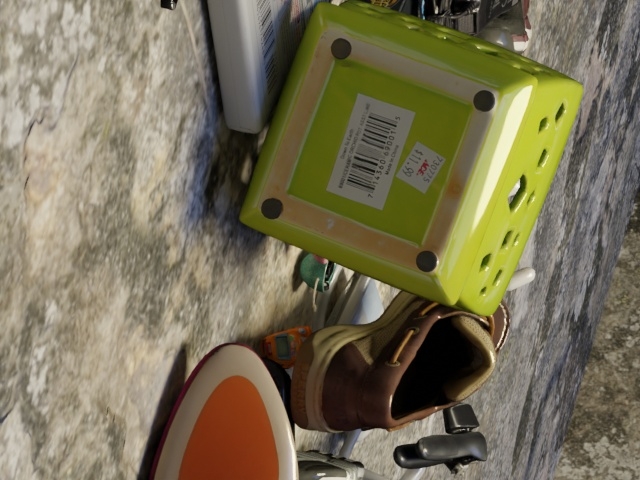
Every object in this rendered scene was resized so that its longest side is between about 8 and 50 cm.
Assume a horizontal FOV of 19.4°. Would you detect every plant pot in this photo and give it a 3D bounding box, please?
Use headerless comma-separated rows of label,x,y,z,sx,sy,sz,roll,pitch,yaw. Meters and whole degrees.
plant pot,0.068,-0.072,1.562,0.207,0.227,0.228,-5,116,-76

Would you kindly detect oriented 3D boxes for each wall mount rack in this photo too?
wall mount rack,0.104,0.091,1.982,0.304,0.130,0.350,-62,159,-22

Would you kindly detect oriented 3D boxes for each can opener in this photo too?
can opener,0.119,0.214,1.929,0.073,0.059,0.186,63,24,11

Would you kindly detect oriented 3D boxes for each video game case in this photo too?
video game case,-0.026,-0.302,1.489,0.329,0.036,0.300,83,25,-45

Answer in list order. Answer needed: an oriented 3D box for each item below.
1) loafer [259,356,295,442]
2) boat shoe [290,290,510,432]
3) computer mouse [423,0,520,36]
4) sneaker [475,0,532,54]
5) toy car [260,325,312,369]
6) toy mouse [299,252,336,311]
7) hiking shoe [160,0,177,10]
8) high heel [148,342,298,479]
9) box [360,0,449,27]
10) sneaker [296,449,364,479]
loafer,-0.051,0.207,1.678,0.078,0.080,0.220,-25,125,-69
boat shoe,0.108,0.111,1.738,0.342,0.123,0.123,-12,106,-57
computer mouse,0.152,-0.288,1.870,0.262,0.060,0.184,-47,150,-42
sneaker,0.189,-0.297,2.115,0.281,0.106,0.162,-53,147,-76
toy car,-0.038,0.137,1.724,0.041,0.060,0.122,3,93,-41
toy mouse,0.000,0.000,1.773,0.161,0.031,0.143,84,22,-69
hiking shoe,-0.103,-0.227,1.196,0.227,0.086,0.114,49,51,-70
high heel,-0.103,0.271,1.587,0.181,0.127,0.377,179,-80,-78
box,0.086,-0.206,1.894,0.220,0.051,0.175,83,25,-49
sneaker,-0.012,0.278,1.856,0.229,0.086,0.132,25,80,-74
